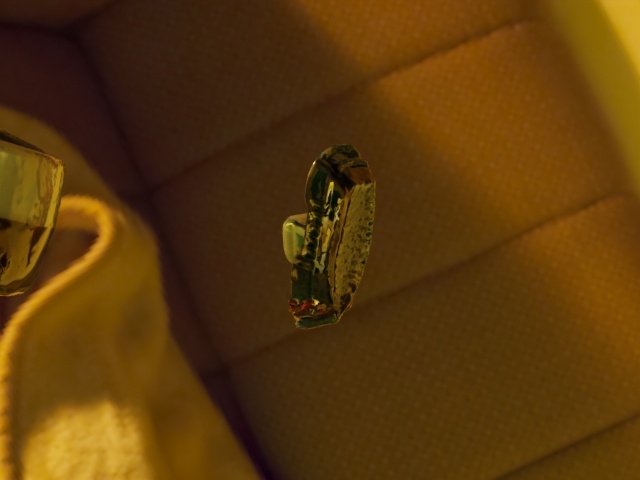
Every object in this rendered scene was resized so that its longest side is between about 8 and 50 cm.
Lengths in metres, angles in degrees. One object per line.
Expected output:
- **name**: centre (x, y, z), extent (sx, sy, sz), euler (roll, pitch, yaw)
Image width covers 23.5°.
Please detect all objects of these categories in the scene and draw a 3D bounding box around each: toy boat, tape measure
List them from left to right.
- **tape measure**: centre (-0.227, -0.032, 0.825), extent (0.182, 0.181, 0.107), euler (18, 87, -63)
- **toy boat**: centre (0.000, 0.000, 0.640), extent (0.038, 0.038, 0.083), euler (-59, 161, -69)
